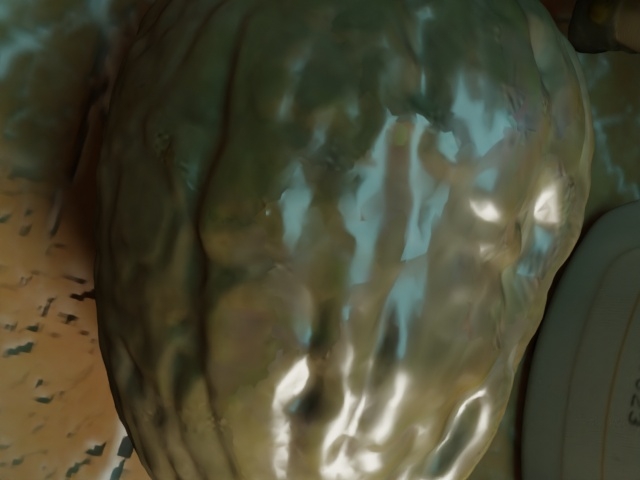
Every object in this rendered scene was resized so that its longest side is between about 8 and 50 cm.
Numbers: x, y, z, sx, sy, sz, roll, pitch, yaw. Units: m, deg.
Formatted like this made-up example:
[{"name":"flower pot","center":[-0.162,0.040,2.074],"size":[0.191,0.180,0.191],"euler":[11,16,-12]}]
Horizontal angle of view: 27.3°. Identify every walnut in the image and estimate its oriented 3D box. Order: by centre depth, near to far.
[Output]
[{"name":"walnut","center":[0.002,0.000,0.446],"size":[0.178,0.178,0.230],"euler":[5,99,-34]}]

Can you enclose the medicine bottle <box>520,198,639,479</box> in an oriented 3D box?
[{"name":"medicine bottle","center":[0.230,0.074,0.500],"size":[0.124,0.324,0.179],"euler":[22,79,-32]}]

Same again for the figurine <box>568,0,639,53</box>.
[{"name":"figurine","center":[0.238,-0.137,0.585],"size":[0.256,0.167,0.192],"euler":[-7,57,-33]}]
